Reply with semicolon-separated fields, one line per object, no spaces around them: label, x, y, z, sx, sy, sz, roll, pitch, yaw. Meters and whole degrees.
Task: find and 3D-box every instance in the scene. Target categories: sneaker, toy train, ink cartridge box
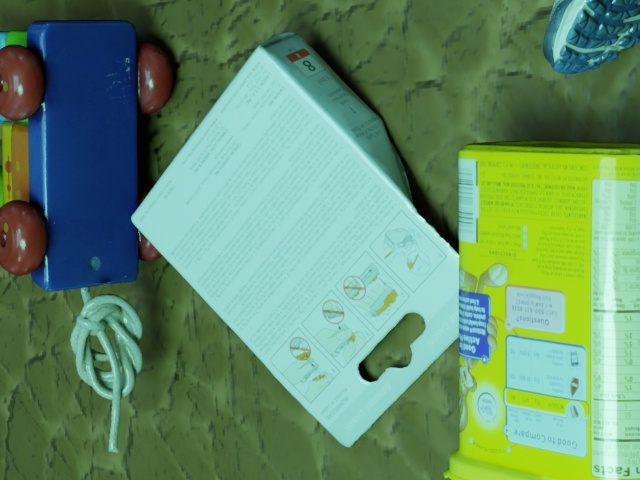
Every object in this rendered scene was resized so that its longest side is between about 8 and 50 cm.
sneaker;0.130;-0.140;0.766;0.058;0.052;0.135;41;114;42
toy train;-0.166;-0.008;1.023;0.143;0.105;0.248;12;104;52
ink cartridge box;0.000;0.000;0.919;0.179;0.045;0.145;45;125;6

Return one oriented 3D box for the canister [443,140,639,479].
canister;0.116;0.041;0.778;0.126;0.073;0.170;6;99;51
